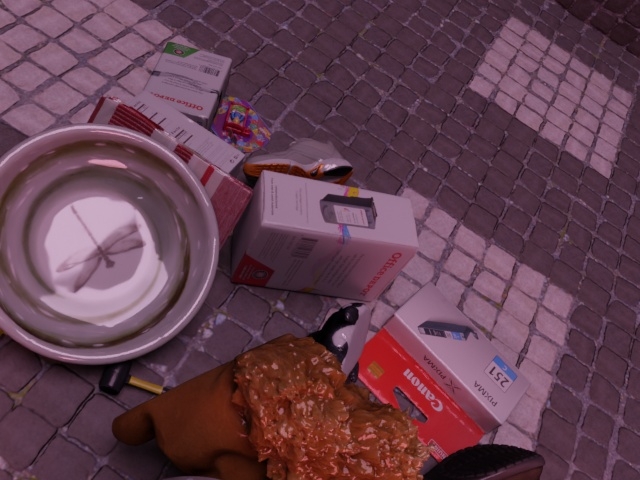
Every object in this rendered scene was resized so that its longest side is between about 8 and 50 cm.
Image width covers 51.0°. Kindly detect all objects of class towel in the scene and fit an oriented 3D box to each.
[{"bbox_3d":[-0.314,-0.084,1.237,0.329,0.237,0.037,35,14,2],"label":"towel"}]

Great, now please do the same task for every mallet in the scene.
[{"bbox_3d":[-0.272,0.243,1.131,0.190,0.039,0.062,18,55,-17],"label":"mallet"}]

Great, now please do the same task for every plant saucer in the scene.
[{"bbox_3d":[-0.377,0.006,1.136,0.401,0.100,0.400,4,82,-24],"label":"plant saucer"}]

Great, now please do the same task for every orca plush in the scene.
[{"bbox_3d":[0.009,0.214,1.222,0.102,0.151,0.287,4,48,19],"label":"orca plush"}]

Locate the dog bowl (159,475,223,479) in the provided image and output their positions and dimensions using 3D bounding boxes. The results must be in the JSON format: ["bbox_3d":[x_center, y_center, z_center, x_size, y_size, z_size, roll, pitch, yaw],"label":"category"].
[{"bbox_3d":[-0.153,0.453,0.836,0.349,0.348,0.102,32,19,0],"label":"dog bowl"}]

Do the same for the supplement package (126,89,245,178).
[{"bbox_3d":[-0.298,-0.158,1.332,0.244,0.139,0.134,33,49,2],"label":"supplement package"}]

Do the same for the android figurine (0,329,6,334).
[{"bbox_3d":[-0.596,0.076,1.060,0.273,0.056,0.248,24,40,-25],"label":"android figurine"}]

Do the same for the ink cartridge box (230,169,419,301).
[{"bbox_3d":[0.000,0.000,1.299,0.306,0.226,0.131,8,55,-20],"label":"ink cartridge box"}]

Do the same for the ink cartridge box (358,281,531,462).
[{"bbox_3d":[0.238,0.261,1.325,0.296,0.066,0.261,45,51,10],"label":"ink cartridge box"}]

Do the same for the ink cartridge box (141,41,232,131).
[{"bbox_3d":[-0.296,-0.326,1.475,0.153,0.087,0.208,16,52,-3],"label":"ink cartridge box"}]

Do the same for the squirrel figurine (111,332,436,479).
[{"bbox_3d":[-0.042,0.335,0.947,0.281,0.397,0.370,-18,79,-45],"label":"squirrel figurine"}]

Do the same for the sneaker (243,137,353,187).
[{"bbox_3d":[-0.061,-0.173,1.489,0.262,0.099,0.121,-3,51,-35],"label":"sneaker"}]

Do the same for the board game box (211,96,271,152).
[{"bbox_3d":[-0.187,-0.277,1.535,0.133,0.033,0.168,-26,70,-35],"label":"board game box"}]

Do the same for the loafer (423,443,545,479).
[{"bbox_3d":[0.236,0.462,1.161,0.366,0.134,0.130,-15,93,-22],"label":"loafer"}]
